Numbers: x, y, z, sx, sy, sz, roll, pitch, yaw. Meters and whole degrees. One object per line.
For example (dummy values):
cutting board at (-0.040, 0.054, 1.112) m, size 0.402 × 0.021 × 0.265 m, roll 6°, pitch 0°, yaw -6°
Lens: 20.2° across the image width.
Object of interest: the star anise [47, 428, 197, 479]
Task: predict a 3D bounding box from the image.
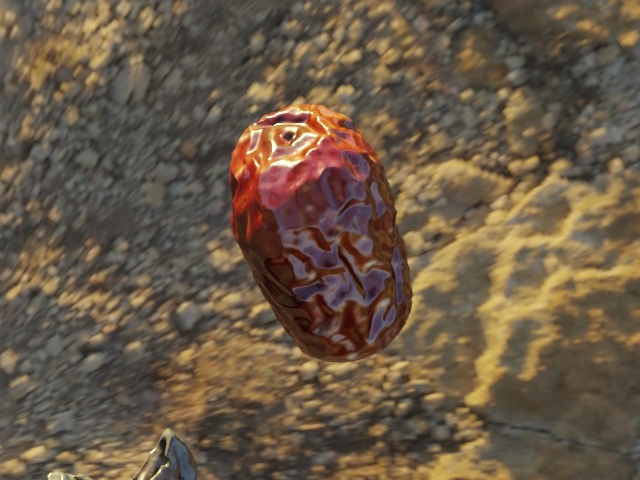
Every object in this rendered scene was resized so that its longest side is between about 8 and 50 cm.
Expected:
star anise at (-0.120, 0.263, 1.178) m, size 0.129 × 0.212 × 0.283 m, roll 6°, pitch 87°, yaw -52°

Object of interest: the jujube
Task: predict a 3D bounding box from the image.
jujube at (0.000, 0.000, 1.148) m, size 0.112 × 0.109 × 0.176 m, roll -53°, pitch 139°, yaw -38°
